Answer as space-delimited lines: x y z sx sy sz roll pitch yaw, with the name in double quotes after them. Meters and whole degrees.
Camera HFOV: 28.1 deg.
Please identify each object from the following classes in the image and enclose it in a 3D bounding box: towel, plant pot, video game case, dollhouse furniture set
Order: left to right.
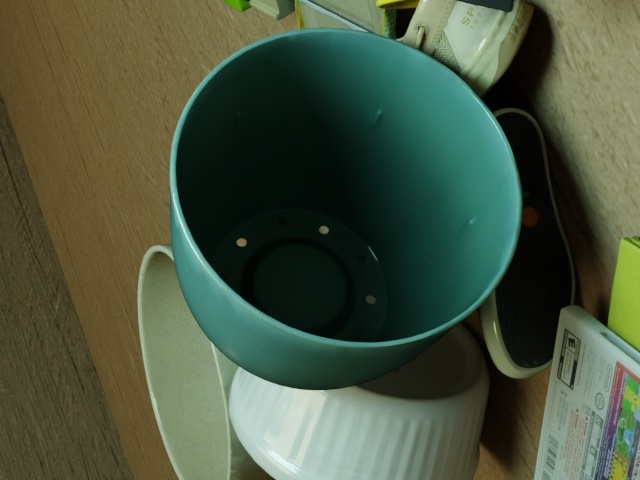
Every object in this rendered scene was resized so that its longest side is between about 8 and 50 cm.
0.000 0.000 1.132 0.235 0.293 0.293 116 138 -61 "plant pot"
0.019 -0.317 1.411 0.301 0.151 0.198 35 155 36 "dollhouse furniture set"
0.254 0.183 1.090 0.183 0.023 0.201 43 137 51 "video game case"
0.275 0.121 1.070 0.102 0.021 0.237 39 135 52 "towel"

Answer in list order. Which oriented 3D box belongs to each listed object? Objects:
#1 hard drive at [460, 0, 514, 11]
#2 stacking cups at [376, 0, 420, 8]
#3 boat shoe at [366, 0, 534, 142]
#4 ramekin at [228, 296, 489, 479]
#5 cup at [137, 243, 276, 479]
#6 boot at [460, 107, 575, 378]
0.165 -0.369 0.922 0.339 0.064 0.237 105 175 -47 "hard drive"
0.088 -0.383 1.210 0.096 0.096 0.316 -178 83 -67 "stacking cups"
0.077 -0.146 1.237 0.341 0.110 0.122 -49 16 54 "boat shoe"
0.048 0.147 1.316 0.273 0.272 0.127 52 134 47 "ramekin"
-0.067 0.148 1.601 0.331 0.237 0.331 169 90 -67 "cup"
0.156 0.012 1.218 0.176 0.088 0.244 156 110 -67 "boot"
